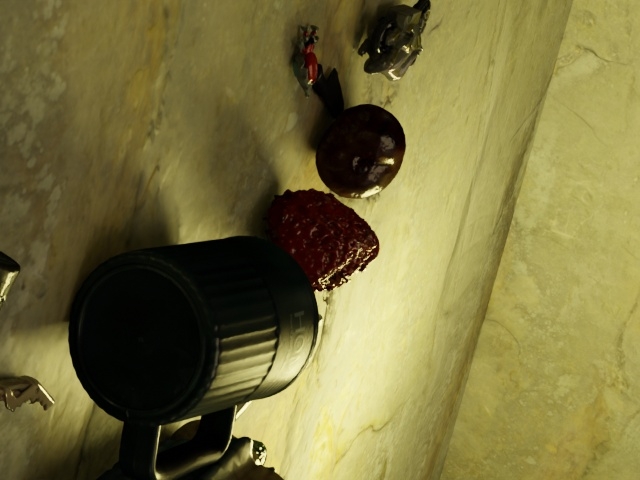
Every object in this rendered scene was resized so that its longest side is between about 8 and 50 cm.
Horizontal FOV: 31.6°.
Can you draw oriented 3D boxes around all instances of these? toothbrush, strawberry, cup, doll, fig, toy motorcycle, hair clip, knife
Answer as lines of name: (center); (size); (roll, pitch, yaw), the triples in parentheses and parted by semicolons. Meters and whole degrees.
toothbrush: (-0.084, 0.241, 2.196); (0.342, 0.030, 0.025); (-44, 151, -46)
strawberry: (0.000, 0.000, 1.909); (0.184, 0.201, 0.187); (-86, 176, -73)
cup: (-0.187, 0.142, 1.548); (0.308, 0.242, 0.292); (-52, 163, 16)
doll: (-0.023, -0.278, 1.765); (0.057, 0.039, 0.114); (-97, -169, -70)
fig: (0.079, -0.162, 2.039); (0.170, 0.145, 0.274); (-60, 178, 9)
toy motorcycle: (0.136, -0.350, 2.042); (0.225, 0.073, 0.152); (-40, 150, -53)
hair clip: (-0.381, 0.181, 1.366); (0.072, 0.034, 0.226); (-69, 161, 5)
knife: (0.017, -0.256, 1.916); (0.060, 0.028, 0.230); (-66, 164, -8)

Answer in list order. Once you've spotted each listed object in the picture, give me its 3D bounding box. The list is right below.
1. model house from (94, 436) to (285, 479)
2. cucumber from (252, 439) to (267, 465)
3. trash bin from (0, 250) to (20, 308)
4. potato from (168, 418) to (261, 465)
model house: (-0.226, 0.512, 1.678); (0.446, 0.399, 0.395); (-63, 172, 25)
cucumber: (-0.165, 0.446, 2.160); (0.241, 0.074, 0.075); (-31, 140, -61)
trash bin: (-0.415, 0.115, 0.964); (0.252, 0.203, 0.302); (27, 87, -52)
potato: (-0.192, 0.398, 1.930); (0.165, 0.165, 0.262); (-61, 153, -14)
